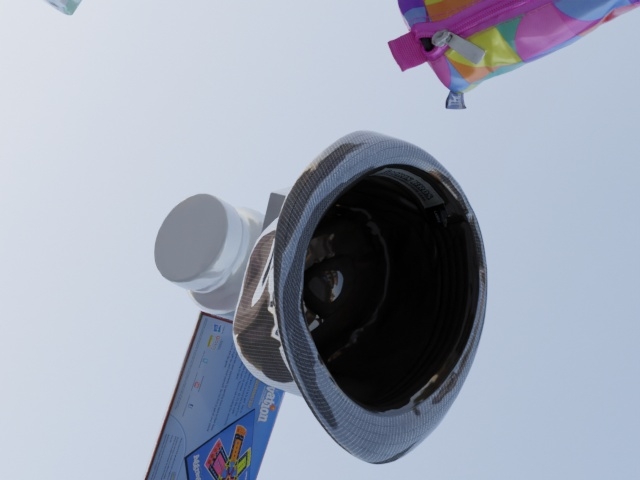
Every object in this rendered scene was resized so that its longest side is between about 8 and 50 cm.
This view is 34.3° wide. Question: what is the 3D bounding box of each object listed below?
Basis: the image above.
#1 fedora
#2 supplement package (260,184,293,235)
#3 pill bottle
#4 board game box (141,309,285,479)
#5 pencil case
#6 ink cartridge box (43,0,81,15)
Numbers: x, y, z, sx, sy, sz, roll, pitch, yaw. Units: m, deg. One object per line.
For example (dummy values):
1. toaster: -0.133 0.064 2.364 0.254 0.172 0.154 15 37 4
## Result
1. fedora: 0.019 0.043 0.842 0.124 0.275 0.243 -9 -58 43
2. supplement package: 0.000 0.000 1.163 0.105 0.179 0.105 14 -81 9
3. pill bottle: -0.098 0.047 1.491 0.162 0.278 0.162 -17 -121 31
4. board game box: -0.137 0.247 1.375 0.145 0.027 0.281 19 -91 -16
5. pencil case: 0.164 -0.176 0.690 0.236 0.104 0.104 -23 -100 30
6. ink cartridge box: -0.234 -0.337 0.911 0.181 0.056 0.224 34 -90 19
